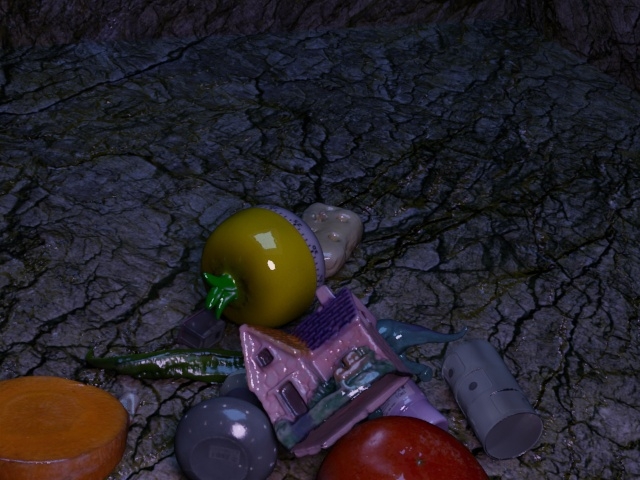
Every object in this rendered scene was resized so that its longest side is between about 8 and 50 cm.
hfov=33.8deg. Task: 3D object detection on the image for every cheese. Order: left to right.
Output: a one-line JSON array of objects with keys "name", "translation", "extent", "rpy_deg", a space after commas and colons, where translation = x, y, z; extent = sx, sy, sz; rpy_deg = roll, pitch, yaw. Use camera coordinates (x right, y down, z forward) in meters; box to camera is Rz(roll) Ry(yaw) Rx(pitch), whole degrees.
[{"name": "cheese", "translation": [0.000, -0.002, 2.516], "extent": [0.159, 0.093, 0.263], "rpy_deg": [16, 33, 12]}]

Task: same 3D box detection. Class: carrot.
[{"name": "carrot", "translation": [-0.484, 0.341, 1.829], "extent": [0.307, 0.100, 0.258], "rpy_deg": [-4, 35, -26]}]

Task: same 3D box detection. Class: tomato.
[{"name": "tomato", "translation": [0.151, 0.418, 1.781], "extent": [0.338, 0.144, 0.338], "rpy_deg": [3, 43, -3]}]

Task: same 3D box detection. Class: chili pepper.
[{"name": "chili pepper", "translation": [-0.284, 0.241, 2.073], "extent": [0.359, 0.076, 0.085], "rpy_deg": [7, 57, -6]}]

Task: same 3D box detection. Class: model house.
[{"name": "model house", "translation": [-0.009, 0.211, 1.835], "extent": [0.237, 0.237, 0.202], "rpy_deg": [54, 16, 21]}]

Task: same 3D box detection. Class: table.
[{"name": "table", "translation": [0.335, 0.311, 2.077], "extent": [0.126, 0.126, 0.220], "rpy_deg": [-2, 35, -19]}]

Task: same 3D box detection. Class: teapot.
[{"name": "teapot", "translation": [-0.153, 0.329, 1.882], "extent": [0.183, 0.184, 0.251], "rpy_deg": [12, 21, 3]}]

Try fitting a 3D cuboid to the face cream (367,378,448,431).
[{"name": "face cream", "translation": [0.124, 0.301, 2.052], "extent": [0.274, 0.154, 0.096], "rpy_deg": [41, 3, 35]}]

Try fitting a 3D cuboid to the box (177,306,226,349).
[{"name": "box", "translation": [-0.244, 0.189, 2.176], "extent": [0.063, 0.060, 0.084], "rpy_deg": [34, 38, 21]}]

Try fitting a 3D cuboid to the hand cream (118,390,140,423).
[{"name": "hand cream", "translation": [-0.375, 0.336, 1.932], "extent": [0.057, 0.037, 0.165], "rpy_deg": [15, 38, 8]}]

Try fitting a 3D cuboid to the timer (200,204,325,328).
[{"name": "timer", "translation": [-0.150, 0.073, 2.189], "extent": [0.285, 0.285, 0.285], "rpy_deg": [7, 32, -5]}]

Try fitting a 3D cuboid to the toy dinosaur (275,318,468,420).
[{"name": "toy dinosaur", "translation": [0.077, 0.183, 2.063], "extent": [0.383, 0.129, 0.331], "rpy_deg": [-35, 36, 9]}]
